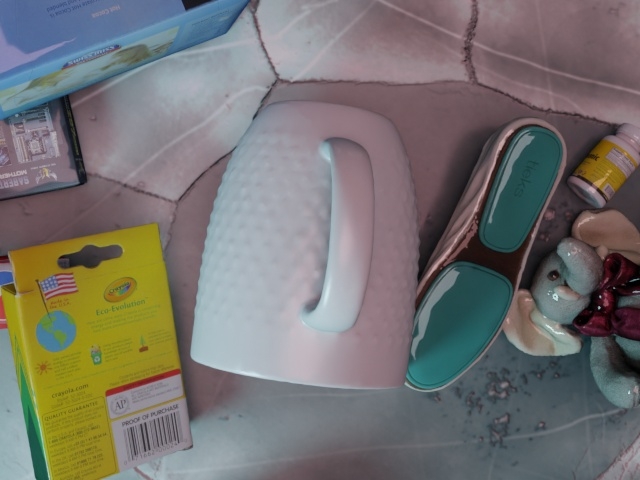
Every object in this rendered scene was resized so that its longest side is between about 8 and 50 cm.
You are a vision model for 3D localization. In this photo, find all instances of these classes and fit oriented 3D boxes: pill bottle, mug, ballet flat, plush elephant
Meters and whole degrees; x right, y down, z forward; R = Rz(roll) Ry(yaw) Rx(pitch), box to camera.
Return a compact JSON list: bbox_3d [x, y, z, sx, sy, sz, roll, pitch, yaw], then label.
[{"bbox_3d":[0.413,-0.109,1.148,0.065,0.065,0.116,41,90,-6],"label":"pill bottle"},{"bbox_3d":[0.000,0.000,0.976,0.276,0.374,0.328,8,88,-10],"label":"mug"},{"bbox_3d":[0.214,0.018,1.115,0.139,0.139,0.400,23,97,-6],"label":"ballet flat"},{"bbox_3d":[0.398,0.077,1.082,0.255,0.330,0.272,31,78,16],"label":"plush elephant"}]

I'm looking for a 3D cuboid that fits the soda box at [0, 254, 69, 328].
[{"bbox_3d":[-0.463,0.070,1.035,0.263,0.083,0.092,-5,97,-33],"label":"soda box"}]

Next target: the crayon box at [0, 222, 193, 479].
[{"bbox_3d":[-0.291,0.145,1.057,0.202,0.081,0.318,-12,102,-34],"label":"crayon box"}]

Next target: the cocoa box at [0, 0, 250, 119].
[{"bbox_3d":[-0.285,-0.319,0.961,0.347,0.231,0.228,-26,97,-17],"label":"cocoa box"}]

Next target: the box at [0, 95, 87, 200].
[{"bbox_3d":[-0.453,-0.142,1.085,0.233,0.059,0.183,-12,95,-4],"label":"box"}]
